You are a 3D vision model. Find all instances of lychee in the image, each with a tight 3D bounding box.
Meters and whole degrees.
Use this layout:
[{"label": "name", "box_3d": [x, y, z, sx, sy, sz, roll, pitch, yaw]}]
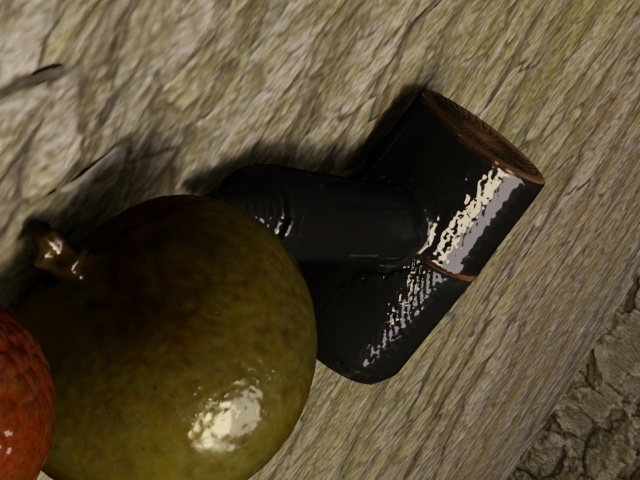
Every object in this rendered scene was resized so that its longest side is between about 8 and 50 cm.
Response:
[{"label": "lychee", "box_3d": [-0.156, 0.070, 0.777, 0.114, 0.101, 0.140, -56, 163, -25]}]

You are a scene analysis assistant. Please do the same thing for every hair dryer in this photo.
[{"label": "hair dryer", "box_3d": [0.000, 0.000, 1.162, 0.189, 0.107, 0.352, -54, 158, 15]}]

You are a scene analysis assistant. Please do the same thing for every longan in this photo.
[{"label": "longan", "box_3d": [-0.082, 0.048, 0.911, 0.176, 0.145, 0.155, 57, 38, -34]}]
